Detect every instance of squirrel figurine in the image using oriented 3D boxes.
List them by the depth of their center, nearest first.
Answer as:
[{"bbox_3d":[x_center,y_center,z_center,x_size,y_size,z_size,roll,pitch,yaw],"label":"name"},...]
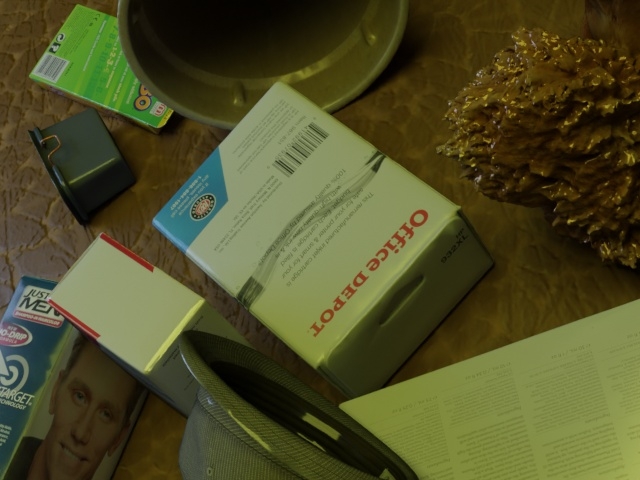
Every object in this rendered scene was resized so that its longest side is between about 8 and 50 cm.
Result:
[{"bbox_3d":[0.304,-0.184,1.440,0.281,0.370,0.397,31,80,36],"label":"squirrel figurine"}]

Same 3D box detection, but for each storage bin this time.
[{"bbox_3d":[-0.301,-0.105,1.890,0.091,0.098,0.135,-31,53,-4],"label":"storage bin"}]

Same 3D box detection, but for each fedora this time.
[{"bbox_3d":[-0.041,0.208,1.379,0.275,0.244,0.124,34,96,27],"label":"fedora"}]

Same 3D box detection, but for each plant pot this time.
[{"bbox_3d":[-0.084,-0.356,1.799,0.334,0.334,0.305,-25,44,13],"label":"plant pot"}]

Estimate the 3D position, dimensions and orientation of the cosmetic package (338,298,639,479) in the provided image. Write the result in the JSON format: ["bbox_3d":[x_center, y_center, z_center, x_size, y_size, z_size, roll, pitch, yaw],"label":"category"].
[{"bbox_3d":[0.223,0.236,1.417,0.377,0.097,0.284,-21,53,16],"label":"cosmetic package"}]

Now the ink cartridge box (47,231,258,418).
[{"bbox_3d":[-0.153,0.117,1.592,0.172,0.237,0.100,30,77,36],"label":"ink cartridge box"}]

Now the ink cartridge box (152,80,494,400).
[{"bbox_3d":[0.000,0.000,1.645,0.223,0.129,0.307,-48,53,-4],"label":"ink cartridge box"}]

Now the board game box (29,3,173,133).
[{"bbox_3d":[-0.261,-0.226,1.968,0.259,0.039,0.124,23,76,38],"label":"board game box"}]

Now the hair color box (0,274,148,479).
[{"bbox_3d":[-0.315,0.233,1.648,0.105,0.174,0.347,10,68,31],"label":"hair color box"}]
